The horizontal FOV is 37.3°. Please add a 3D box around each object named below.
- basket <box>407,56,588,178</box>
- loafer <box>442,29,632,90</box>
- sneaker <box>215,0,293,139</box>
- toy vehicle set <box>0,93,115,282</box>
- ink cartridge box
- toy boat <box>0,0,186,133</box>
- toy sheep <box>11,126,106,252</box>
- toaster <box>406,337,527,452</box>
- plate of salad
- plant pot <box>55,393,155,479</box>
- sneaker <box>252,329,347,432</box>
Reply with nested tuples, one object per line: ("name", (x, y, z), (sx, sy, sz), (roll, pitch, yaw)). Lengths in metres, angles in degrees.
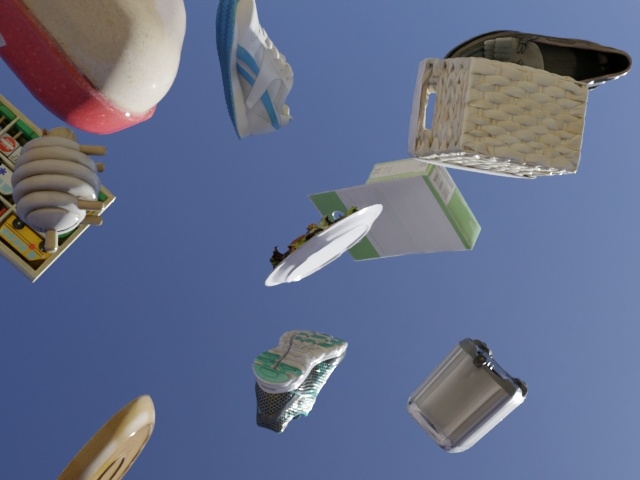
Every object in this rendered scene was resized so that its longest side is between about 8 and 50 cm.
("basket", (0.194, -0.132, 1.022), (0.167, 0.113, 0.103), (7, 180, -25))
("loafer", (0.285, -0.231, 1.237), (0.267, 0.096, 0.084), (-9, -171, -25))
("sneaker", (-0.090, -0.250, 1.314), (0.092, 0.228, 0.087), (-13, -136, -11))
("toy vehicle set", (-0.442, -0.090, 1.322), (0.267, 0.035, 0.166), (42, -116, -8))
("ink cartridge box", (0.119, -0.048, 1.549), (0.235, 0.171, 0.056), (-6, -136, 39))
("toy boat", (-0.181, -0.140, 0.463), (0.151, 0.231, 0.151), (-30, -152, 14))
("toy sheep", (-0.250, -0.051, 0.906), (0.091, 0.091, 0.132), (3, -118, -15))
("toaster", (0.224, 0.239, 1.459), (0.129, 0.146, 0.227), (45, -173, 16))
("plate of salad", (0.000, 0.000, 1.341), (0.200, 0.200, 0.048), (-26, -102, -38))
("plant pot", (-0.295, 0.308, 1.264), (0.032, 0.236, 0.236), (38, -136, 8))
("sneaker", (-0.024, 0.138, 0.943), (0.065, 0.076, 0.166), (14, -165, 23))
